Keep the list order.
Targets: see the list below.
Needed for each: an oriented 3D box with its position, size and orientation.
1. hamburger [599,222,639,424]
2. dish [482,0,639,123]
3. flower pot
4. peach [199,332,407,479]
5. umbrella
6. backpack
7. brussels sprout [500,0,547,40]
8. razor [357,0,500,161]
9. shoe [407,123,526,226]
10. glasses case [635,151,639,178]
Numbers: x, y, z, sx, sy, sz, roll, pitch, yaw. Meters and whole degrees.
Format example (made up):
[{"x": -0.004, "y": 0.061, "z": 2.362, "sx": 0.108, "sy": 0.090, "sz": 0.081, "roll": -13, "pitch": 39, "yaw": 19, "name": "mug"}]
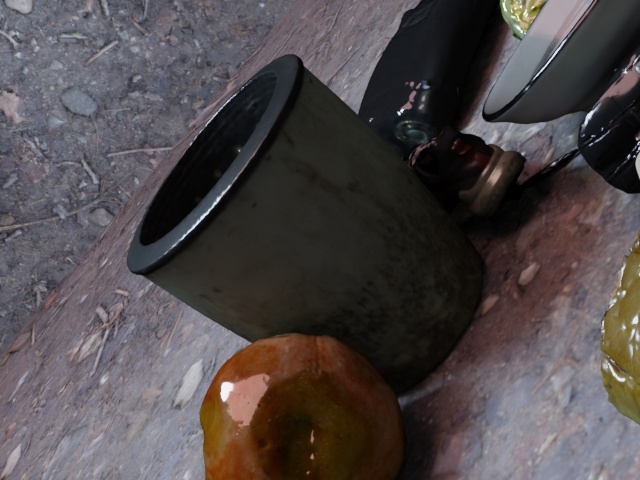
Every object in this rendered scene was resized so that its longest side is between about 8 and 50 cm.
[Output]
[{"x": 0.323, "y": 0.024, "z": 0.802, "sx": 0.309, "sy": 0.132, "sz": 0.211, "roll": -59, "pitch": 17, "yaw": -7, "name": "hamburger"}, {"x": 0.301, "y": -0.231, "z": 1.241, "sx": 0.316, "sy": 0.106, "sz": 0.316, "roll": -56, "pitch": 5, "yaw": 8, "name": "dish"}, {"x": 0.000, "y": 0.000, "z": 1.304, "sx": 0.293, "sy": 0.330, "sz": 0.293, "roll": -46, "pitch": 20, "yaw": 22, "name": "flower pot"}, {"x": -0.017, "y": 0.218, "z": 1.174, "sx": 0.214, "sy": 0.214, "sz": 0.235, "roll": -32, "pitch": 48, "yaw": 45, "name": "peach"}, {"x": 0.245, "y": -0.071, "z": 1.338, "sx": 0.149, "sy": 0.022, "sz": 0.022, "roll": -42, "pitch": 64, "yaw": 28, "name": "umbrella"}, {"x": 0.326, "y": -0.128, "z": 1.119, "sx": 0.165, "sy": 0.120, "sz": 0.106, "roll": -42, "pitch": 0, "yaw": 27, "name": "backpack"}, {"x": 0.307, "y": -0.299, "z": 1.452, "sx": 0.151, "sy": 0.122, "sz": 0.149, "roll": 32, "pitch": 94, "yaw": 39, "name": "brussels sprout"}, {"x": 0.160, "y": -0.266, "z": 1.742, "sx": 0.189, "sy": 0.107, "sz": 0.327, "roll": -26, "pitch": 32, "yaw": 50, "name": "razor"}, {"x": 0.158, "y": -0.082, "z": 1.381, "sx": 0.099, "sy": 0.112, "sz": 0.227, "roll": -55, "pitch": 9, "yaw": -10, "name": "shoe"}, {"x": 0.410, "y": -0.121, "z": 0.969, "sx": 0.313, "sy": 0.070, "sz": 0.131, "roll": -43, "pitch": 21, "yaw": 25, "name": "glasses case"}]
